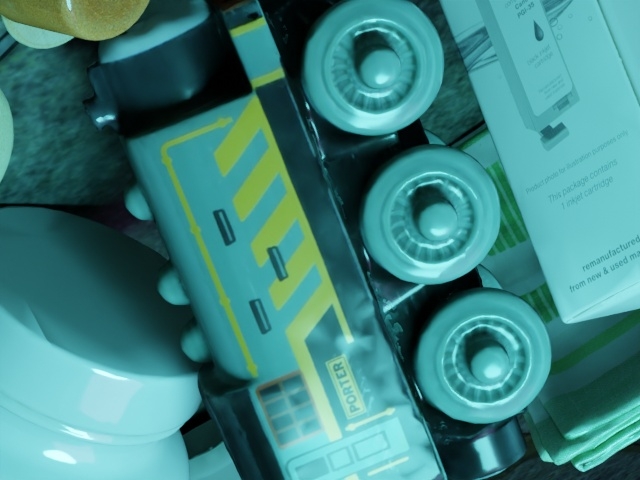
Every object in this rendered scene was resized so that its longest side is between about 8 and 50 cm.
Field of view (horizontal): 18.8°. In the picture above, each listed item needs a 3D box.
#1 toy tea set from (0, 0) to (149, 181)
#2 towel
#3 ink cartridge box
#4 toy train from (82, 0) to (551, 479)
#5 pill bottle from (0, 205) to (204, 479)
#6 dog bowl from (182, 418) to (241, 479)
[{"bbox_3d":[-0.236,-0.109,0.887,0.336,0.124,0.200,5,108,-48],"label":"toy tea set"},{"bbox_3d":[0.199,-0.014,1.304,0.248,0.325,0.038,-36,127,7],"label":"towel"},{"bbox_3d":[0.191,-0.115,1.108,0.207,0.283,0.117,-9,164,-40],"label":"ink cartridge box"},{"bbox_3d":[0.000,0.000,1.079,0.190,0.334,0.142,-23,-166,-5],"label":"toy train"},{"bbox_3d":[-0.224,0.190,1.229,0.229,0.229,0.408,0,127,-49],"label":"pill bottle"},{"bbox_3d":[-0.068,0.231,1.689,0.348,0.102,0.349,-26,156,-13],"label":"dog bowl"}]
